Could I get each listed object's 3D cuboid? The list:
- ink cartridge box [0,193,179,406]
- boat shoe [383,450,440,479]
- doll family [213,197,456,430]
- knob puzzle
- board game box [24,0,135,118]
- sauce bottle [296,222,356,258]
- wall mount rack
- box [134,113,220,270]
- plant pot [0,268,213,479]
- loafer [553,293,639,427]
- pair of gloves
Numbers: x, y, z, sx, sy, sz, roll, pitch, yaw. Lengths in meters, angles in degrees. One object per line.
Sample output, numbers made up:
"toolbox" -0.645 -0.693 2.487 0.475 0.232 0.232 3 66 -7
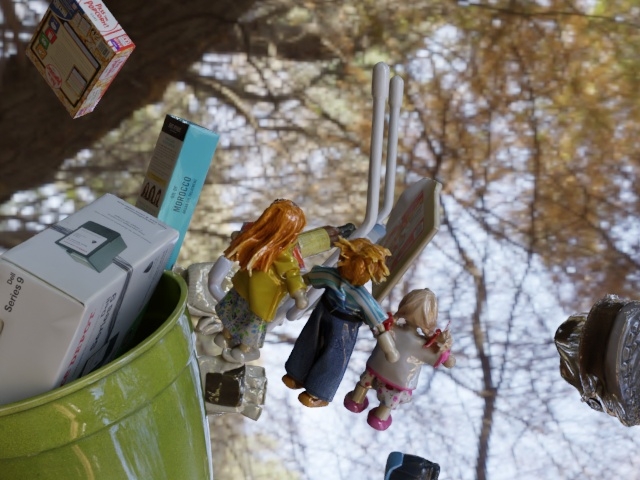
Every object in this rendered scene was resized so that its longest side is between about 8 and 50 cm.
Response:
"ink cartridge box" -0.313 0.088 1.285 0.121 0.289 0.211 29 -68 4
"boat shoe" 0.134 0.419 1.499 0.109 0.089 0.258 -77 168 -48
"doll family" -0.007 0.056 0.937 0.263 0.118 0.163 33 -67 25
"knob puzzle" 0.132 -0.011 1.535 0.213 0.030 0.213 -58 -165 25
"board game box" -0.396 -0.312 1.680 0.147 0.045 0.193 54 -43 3
"sauce bottle" 0.000 0.000 1.575 0.042 0.128 0.042 27 -55 48
"wall mount rack" 0.019 -0.041 1.168 0.130 0.350 0.304 44 -81 2
"box" -0.247 -0.076 1.681 0.100 0.060 0.244 29 -79 55
"plant pot" -0.296 0.274 1.372 0.366 0.366 0.353 16 -52 56
"loafer" 0.332 0.147 1.223 0.130 0.366 0.134 19 -102 23
"pair of gloves" -0.165 0.153 1.628 0.042 0.204 0.240 135 -31 -71
